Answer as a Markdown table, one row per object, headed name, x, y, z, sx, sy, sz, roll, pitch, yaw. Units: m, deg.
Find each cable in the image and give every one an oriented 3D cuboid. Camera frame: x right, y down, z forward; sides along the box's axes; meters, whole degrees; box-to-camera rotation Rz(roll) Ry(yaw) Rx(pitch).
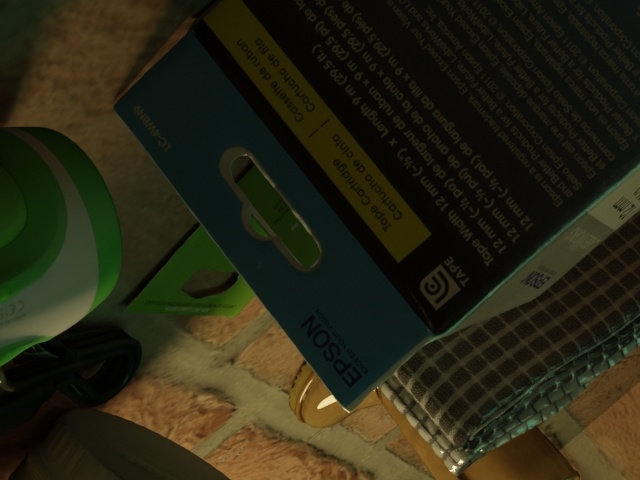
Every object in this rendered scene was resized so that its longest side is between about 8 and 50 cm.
| name | x | y | z | sx | sy | sz | roll | pitch | yaw |
| --- | --- | --- | --- | --- | --- | --- | --- | --- | --- |
| cable | -0.211 | 0.081 | 1.254 | 0.139 | 0.072 | 0.287 | -67 | 165 | 19 |

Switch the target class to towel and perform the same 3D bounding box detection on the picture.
| name | x | y | z | sx | sy | sz | roll | pitch | yaw |
| --- | --- | --- | --- | --- | --- | --- | --- | --- | --- |
| towel | 0.154 | 0.027 | 1.506 | 0.283 | 0.235 | 0.121 | -34 | 154 | -17 |

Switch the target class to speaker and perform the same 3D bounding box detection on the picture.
| name | x | y | z | sx | sy | sz | roll | pitch | yaw |
| --- | --- | --- | --- | --- | --- | --- | --- | --- | --- |
| speaker | -0.250 | 0.032 | 0.917 | 0.296 | 0.131 | 0.131 | -23 | 155 | -40 |

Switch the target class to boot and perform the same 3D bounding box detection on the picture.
| name | x | y | z | sx | sy | sz | roll | pitch | yaw |
| --- | --- | --- | --- | --- | --- | --- | --- | --- | --- |
| boot | 0.098 | 0.192 | 1.699 | 0.089 | 0.269 | 0.236 | -23 | 154 | -37 |

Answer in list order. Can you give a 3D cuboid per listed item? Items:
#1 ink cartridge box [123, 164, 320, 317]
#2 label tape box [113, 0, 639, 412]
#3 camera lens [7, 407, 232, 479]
| name | x | y | z | sx | sy | sz | roll | pitch | yaw |
| --- | --- | --- | --- | --- | --- | --- | --- | --- | --- |
| ink cartridge box | 0.000 | 0.000 | 1.361 | 0.255 | 0.097 | 0.189 | -47 | 160 | 16 |
| label tape box | 0.085 | -0.099 | 1.065 | 0.347 | 0.249 | 0.115 | -42 | 164 | 12 |
| camera lens | -0.189 | 0.302 | 1.418 | 0.274 | 0.219 | 0.219 | -59 | 158 | 6 |
